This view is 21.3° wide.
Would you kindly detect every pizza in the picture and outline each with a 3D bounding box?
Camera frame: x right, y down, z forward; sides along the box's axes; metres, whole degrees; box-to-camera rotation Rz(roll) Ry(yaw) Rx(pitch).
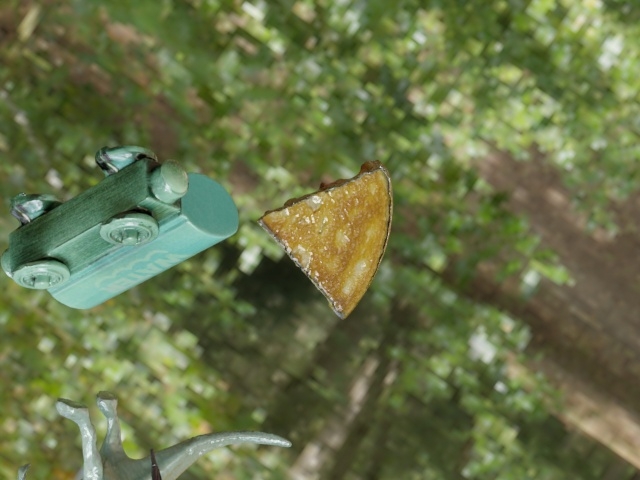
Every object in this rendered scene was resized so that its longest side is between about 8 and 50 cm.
[{"bbox_3d":[0.000,0.000,1.923,0.176,0.184,0.036,-1,-167,-28],"label":"pizza"}]

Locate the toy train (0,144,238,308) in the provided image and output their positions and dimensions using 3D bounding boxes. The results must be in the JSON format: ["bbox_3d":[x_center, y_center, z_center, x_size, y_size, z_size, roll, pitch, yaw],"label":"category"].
[{"bbox_3d":[-0.198,-0.006,1.666,0.248,0.101,0.159,-25,146,35],"label":"toy train"}]

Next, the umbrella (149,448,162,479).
[{"bbox_3d":[-0.106,0.205,1.176,0.013,0.122,0.022,-9,180,-15],"label":"umbrella"}]

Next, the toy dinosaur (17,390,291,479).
[{"bbox_3d":[-0.222,0.252,1.824,0.393,0.205,0.092,-10,-167,-31],"label":"toy dinosaur"}]
